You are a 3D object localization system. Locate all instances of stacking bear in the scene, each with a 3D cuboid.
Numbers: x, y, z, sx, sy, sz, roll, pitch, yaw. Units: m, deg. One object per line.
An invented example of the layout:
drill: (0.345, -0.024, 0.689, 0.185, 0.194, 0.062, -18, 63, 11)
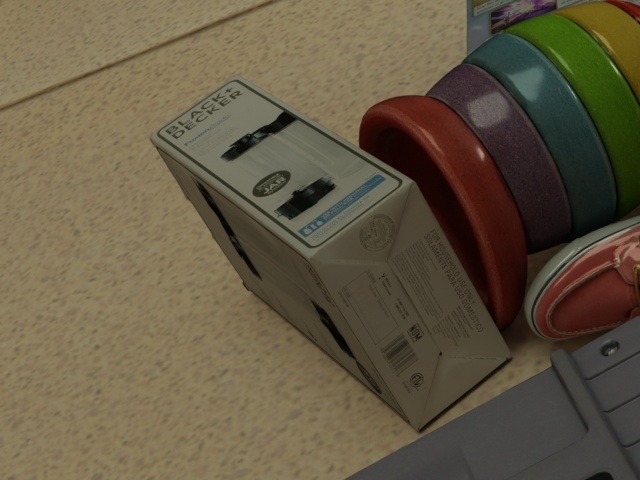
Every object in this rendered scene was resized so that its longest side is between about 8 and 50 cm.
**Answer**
stacking bear: (0.194, -0.094, 1.338, 0.289, 0.164, 0.175, -30, 71, -12)

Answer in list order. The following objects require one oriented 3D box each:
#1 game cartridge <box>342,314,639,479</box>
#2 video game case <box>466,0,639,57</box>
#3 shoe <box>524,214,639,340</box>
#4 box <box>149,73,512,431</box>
game cartridge: (0.080, 0.194, 1.136, 0.355, 0.068, 0.230, -29, 26, 4)
video game case: (0.248, -0.186, 1.541, 0.270, 0.061, 0.244, -20, 33, 18)
shoe: (0.221, 0.023, 1.253, 0.178, 0.063, 0.081, -27, 27, 0)
box: (0.000, 0.000, 1.385, 0.087, 0.169, 0.290, -38, 30, -11)
